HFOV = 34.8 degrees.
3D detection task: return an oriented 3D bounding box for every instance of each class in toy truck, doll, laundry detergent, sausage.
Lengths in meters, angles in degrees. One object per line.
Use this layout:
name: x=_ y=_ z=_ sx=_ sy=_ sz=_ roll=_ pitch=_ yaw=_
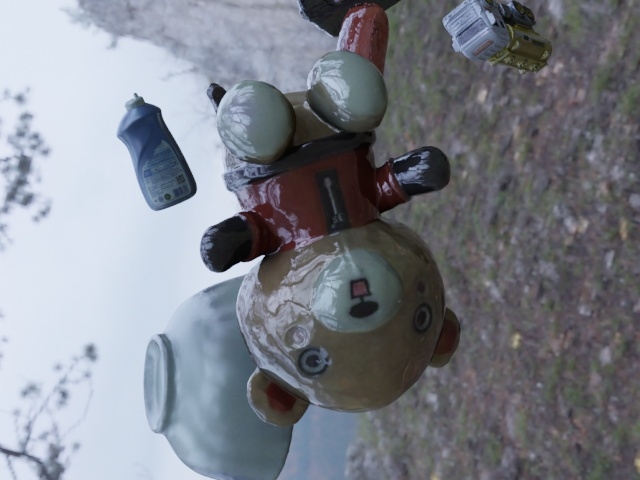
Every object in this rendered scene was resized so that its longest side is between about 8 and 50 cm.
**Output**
toy truck: x=0.179 y=-0.202 z=1.011 sx=0.052 sy=0.123 sz=0.063 roll=-36 pitch=66 yaw=36
doll: x=0.000 y=0.000 z=0.940 sx=0.174 sy=0.235 sz=0.330 roll=9 pitch=116 yaw=69
laundry detergent: x=-0.293 y=-0.159 z=1.780 sx=0.061 sy=0.096 sz=0.206 roll=-82 pitch=-27 yaw=-69
sausage: x=0.059 y=-0.274 z=1.455 sx=0.076 sy=0.076 sz=0.141 roll=104 pitch=178 yaw=-77

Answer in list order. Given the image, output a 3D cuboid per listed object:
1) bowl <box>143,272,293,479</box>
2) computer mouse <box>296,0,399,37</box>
bowl: x=-0.151 y=0.188 z=1.351 sx=0.289 sy=0.146 sz=0.289 roll=180 pitch=90 yaw=-67
computer mouse: x=0.090 y=-0.424 z=1.508 sx=0.295 sy=0.168 sz=0.087 roll=-43 pitch=43 yaw=3
